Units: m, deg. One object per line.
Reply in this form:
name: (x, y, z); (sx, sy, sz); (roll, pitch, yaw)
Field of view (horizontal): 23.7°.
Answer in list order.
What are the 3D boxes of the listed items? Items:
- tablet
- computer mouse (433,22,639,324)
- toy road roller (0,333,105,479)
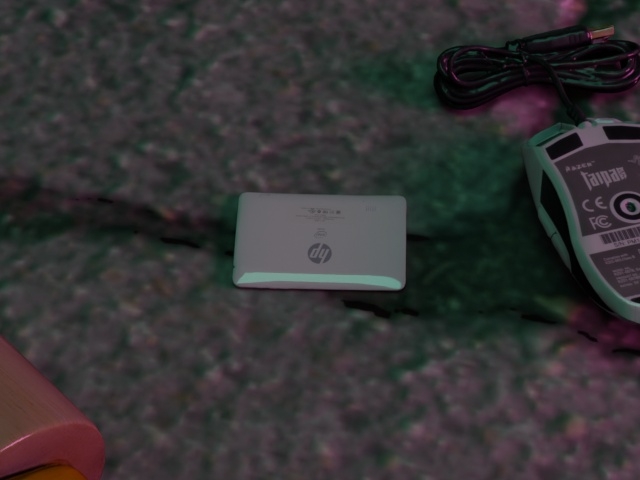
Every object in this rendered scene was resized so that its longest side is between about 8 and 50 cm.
tablet: (0.000, 0.000, 0.744); (0.083, 0.006, 0.054); (1, 59, 3)
computer mouse: (0.131, -0.027, 0.738); (0.106, 0.042, 0.193); (-11, 53, -10)
toy road roller: (-0.261, 0.149, 0.580); (0.202, 0.240, 0.329); (40, 30, 23)
